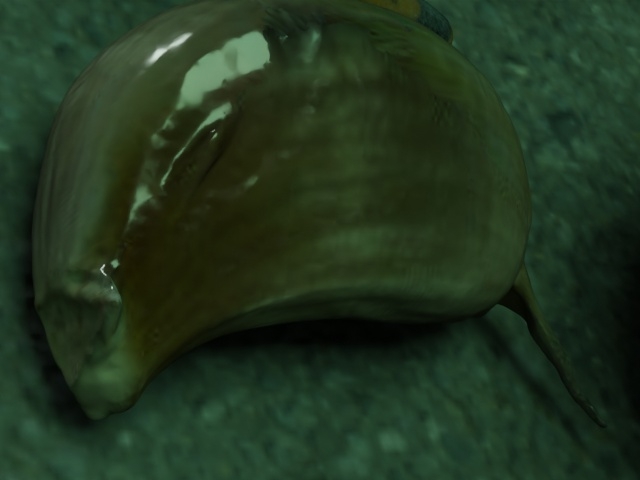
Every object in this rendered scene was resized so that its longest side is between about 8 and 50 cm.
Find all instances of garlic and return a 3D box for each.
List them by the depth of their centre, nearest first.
[{"bbox_3d":[0.006,-0.008,0.528,0.198,0.090,0.128,8,71,-39],"label":"garlic"}]

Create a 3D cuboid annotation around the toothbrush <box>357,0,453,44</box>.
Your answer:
[{"bbox_3d":[-0.083,-0.120,0.557,0.321,0.031,0.023,21,62,-32],"label":"toothbrush"}]
